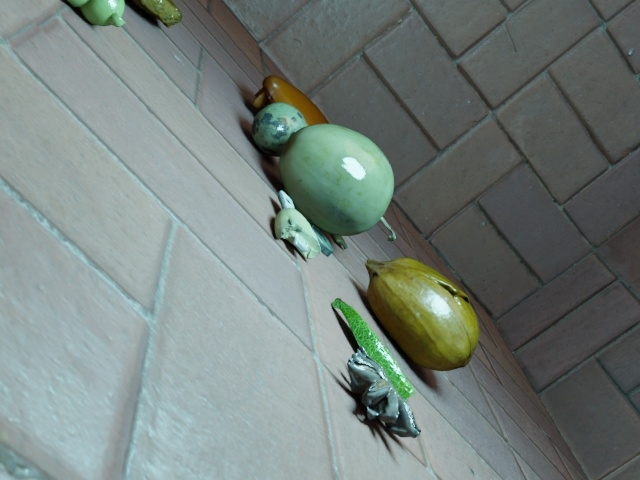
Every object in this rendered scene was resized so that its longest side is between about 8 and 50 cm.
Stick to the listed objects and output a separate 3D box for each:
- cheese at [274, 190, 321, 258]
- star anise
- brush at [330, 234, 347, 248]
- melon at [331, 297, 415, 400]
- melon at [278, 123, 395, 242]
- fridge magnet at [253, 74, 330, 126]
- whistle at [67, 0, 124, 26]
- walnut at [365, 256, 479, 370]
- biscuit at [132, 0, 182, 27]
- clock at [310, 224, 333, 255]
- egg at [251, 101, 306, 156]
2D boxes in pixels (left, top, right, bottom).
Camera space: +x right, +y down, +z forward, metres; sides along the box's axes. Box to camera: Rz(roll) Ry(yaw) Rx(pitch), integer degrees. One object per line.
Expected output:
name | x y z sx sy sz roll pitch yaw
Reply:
cheese | -0.062 -0.042 1.722 0.127 0.050 0.235 42 13 -31
star anise | 0.101 0.265 1.369 0.195 0.065 0.182 45 7 -11
brush | 0.015 -0.086 2.206 0.054 0.048 0.282 37 20 -45
melon | 0.102 0.210 1.585 0.261 0.053 0.114 57 4 24
melon | 0.043 -0.148 1.964 0.308 0.272 0.272 53 7 -42
fridge magnet | -0.058 -0.333 2.406 0.363 0.155 0.363 50 10 -12
whistle | -0.439 -0.472 1.468 0.227 0.085 0.105 42 5 -39
walnut | 0.232 0.161 1.904 0.336 0.209 0.209 45 10 3
biscuit | -0.451 -0.630 1.961 0.296 0.075 0.296 47 7 -8
clock | 0.000 0.000 1.924 0.085 0.017 0.085 50 11 -13
egg | -0.108 -0.285 2.078 0.141 0.141 0.182 53 17 5
